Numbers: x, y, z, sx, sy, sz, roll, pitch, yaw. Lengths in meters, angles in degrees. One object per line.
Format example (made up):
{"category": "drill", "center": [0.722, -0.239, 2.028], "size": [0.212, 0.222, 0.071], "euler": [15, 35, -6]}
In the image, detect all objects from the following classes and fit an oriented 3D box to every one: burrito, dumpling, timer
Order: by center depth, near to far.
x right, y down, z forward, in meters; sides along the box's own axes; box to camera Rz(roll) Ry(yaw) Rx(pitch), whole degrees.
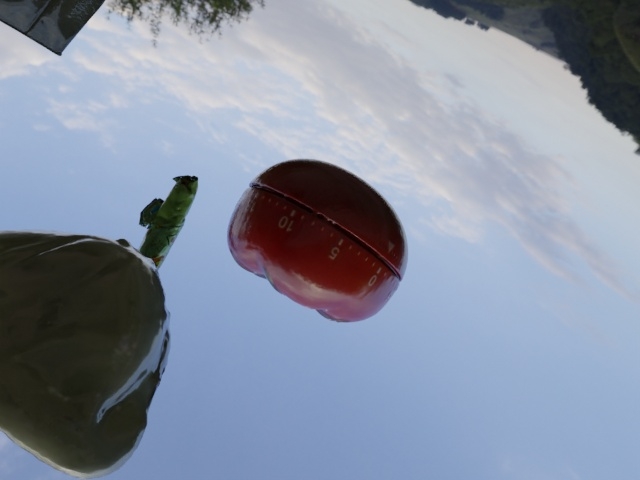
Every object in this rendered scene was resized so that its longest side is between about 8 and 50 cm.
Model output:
{"category": "dumpling", "center": [-0.268, 0.058, 0.433], "size": [0.318, 0.187, 0.243], "euler": [31, 167, 47]}
{"category": "timer", "center": [0.000, 0.000, 0.974], "size": [0.377, 0.279, 0.378], "euler": [30, 171, 5]}
{"category": "burrito", "center": [-0.378, -0.035, 1.080], "size": [0.104, 0.288, 0.054], "euler": [30, -179, 7]}

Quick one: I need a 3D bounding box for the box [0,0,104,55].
{"category": "box", "center": [-0.541, -0.493, 0.844], "size": [0.231, 0.149, 0.155], "euler": [50, -169, 22]}
